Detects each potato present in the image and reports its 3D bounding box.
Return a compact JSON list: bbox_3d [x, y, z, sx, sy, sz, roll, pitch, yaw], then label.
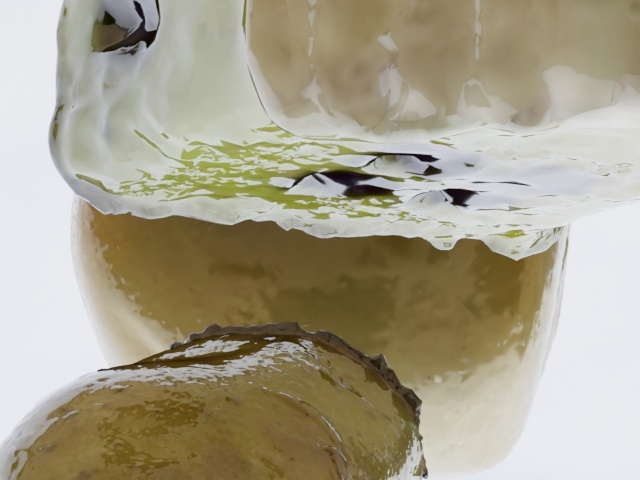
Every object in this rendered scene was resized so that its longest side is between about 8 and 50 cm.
[{"bbox_3d":[-0.074,0.161,0.975,0.229,0.229,0.266,28,-161,17],"label":"potato"}]

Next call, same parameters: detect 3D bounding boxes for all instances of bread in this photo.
[{"bbox_3d":[0.000,0.000,1.462,0.376,0.253,0.348,11,-102,9],"label":"bread"}]

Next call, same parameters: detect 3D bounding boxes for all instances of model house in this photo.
[{"bbox_3d":[0.056,-0.101,0.454,0.174,0.234,0.193,10,-100,-31],"label":"model house"}]
